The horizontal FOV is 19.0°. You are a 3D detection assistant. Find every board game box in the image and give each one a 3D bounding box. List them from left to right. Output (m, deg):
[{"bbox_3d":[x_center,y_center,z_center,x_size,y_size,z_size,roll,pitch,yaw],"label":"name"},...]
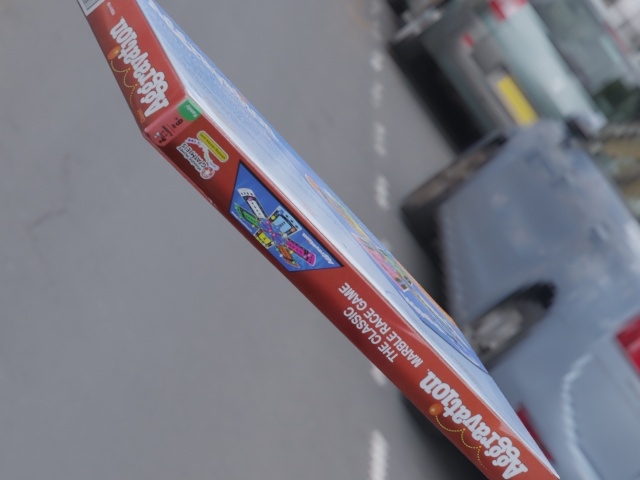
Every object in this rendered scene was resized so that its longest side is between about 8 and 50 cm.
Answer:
[{"bbox_3d":[0.000,0.000,0.856,0.281,0.027,0.145,46,9,-34],"label":"board game box"}]
